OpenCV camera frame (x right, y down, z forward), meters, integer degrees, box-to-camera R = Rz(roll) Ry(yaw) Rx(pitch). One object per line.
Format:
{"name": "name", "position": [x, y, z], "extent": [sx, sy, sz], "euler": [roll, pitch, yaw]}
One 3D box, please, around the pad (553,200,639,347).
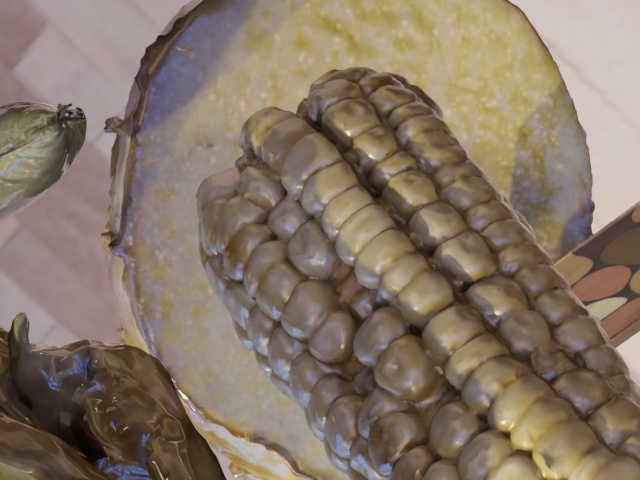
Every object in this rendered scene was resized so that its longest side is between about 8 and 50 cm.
{"name": "pad", "position": [0.175, 0.058, 1.245], "extent": [0.158, 0.235, 0.003], "euler": [38, -161, -54]}

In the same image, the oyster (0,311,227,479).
{"name": "oyster", "position": [-0.045, 0.150, 0.364], "extent": [0.221, 0.361, 0.096], "euler": [-5, 165, 1]}

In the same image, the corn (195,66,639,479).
{"name": "corn", "position": [0.036, 0.043, 0.441], "extent": [0.087, 0.087, 0.211], "euler": [89, 157, -47]}

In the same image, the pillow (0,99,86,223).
{"name": "pillow", "position": [-0.288, -0.013, 1.191], "extent": [0.075, 0.302, 0.185], "euler": [60, 180, -6]}

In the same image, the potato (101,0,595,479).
{"name": "potato", "position": [0.000, 0.000, 1.467], "extent": [0.319, 0.385, 0.442], "euler": [167, 95, -77]}
